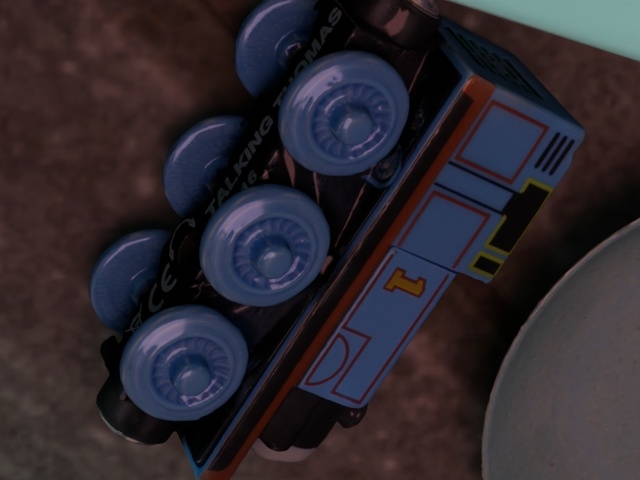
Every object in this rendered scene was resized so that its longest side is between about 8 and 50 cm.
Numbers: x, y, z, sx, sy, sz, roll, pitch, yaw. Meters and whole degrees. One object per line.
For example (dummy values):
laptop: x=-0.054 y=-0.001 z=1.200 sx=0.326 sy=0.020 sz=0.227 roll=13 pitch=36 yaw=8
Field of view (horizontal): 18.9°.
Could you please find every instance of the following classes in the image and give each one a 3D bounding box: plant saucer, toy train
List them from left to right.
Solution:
toy train: x=0.000 y=0.000 z=0.640 sx=0.105 sy=0.080 sz=0.184 roll=24 pitch=108 yaw=-28
plant saucer: x=0.149 y=0.059 z=0.724 sx=0.195 sy=0.037 sz=0.195 roll=-5 pitch=116 yaw=-11

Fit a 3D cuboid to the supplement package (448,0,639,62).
supplement package: x=0.135 y=-0.171 z=0.464 sx=0.293 sy=0.177 sz=0.175 roll=-23 pitch=124 yaw=-38
